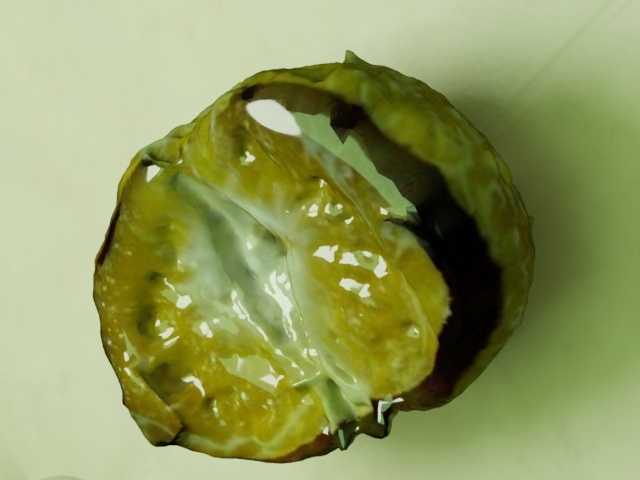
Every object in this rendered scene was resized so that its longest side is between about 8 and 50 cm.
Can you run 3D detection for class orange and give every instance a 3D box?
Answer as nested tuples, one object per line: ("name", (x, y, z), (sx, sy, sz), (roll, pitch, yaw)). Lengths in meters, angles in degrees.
("orange", (0.000, 0.000, 1.470), (0.369, 0.210, 0.271), (-28, 103, 39))
